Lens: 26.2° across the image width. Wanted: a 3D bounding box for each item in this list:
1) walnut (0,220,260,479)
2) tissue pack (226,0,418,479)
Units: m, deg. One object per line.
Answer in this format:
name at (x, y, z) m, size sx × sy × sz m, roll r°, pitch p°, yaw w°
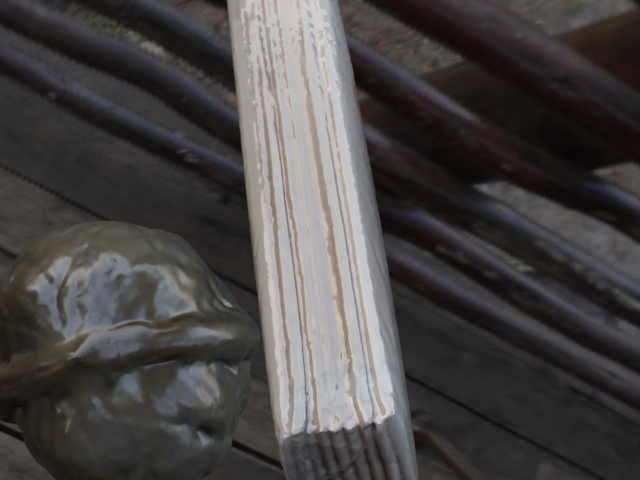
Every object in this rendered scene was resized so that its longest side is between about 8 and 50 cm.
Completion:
walnut at (-0.145, 0.089, 1.011) m, size 0.224 × 0.224 × 0.224 m, roll 1°, pitch 88°, yaw -23°
tissue pack at (0.000, 0.000, 0.778) m, size 0.071 × 0.170 × 0.325 m, roll -9°, pitch 55°, yaw 1°
